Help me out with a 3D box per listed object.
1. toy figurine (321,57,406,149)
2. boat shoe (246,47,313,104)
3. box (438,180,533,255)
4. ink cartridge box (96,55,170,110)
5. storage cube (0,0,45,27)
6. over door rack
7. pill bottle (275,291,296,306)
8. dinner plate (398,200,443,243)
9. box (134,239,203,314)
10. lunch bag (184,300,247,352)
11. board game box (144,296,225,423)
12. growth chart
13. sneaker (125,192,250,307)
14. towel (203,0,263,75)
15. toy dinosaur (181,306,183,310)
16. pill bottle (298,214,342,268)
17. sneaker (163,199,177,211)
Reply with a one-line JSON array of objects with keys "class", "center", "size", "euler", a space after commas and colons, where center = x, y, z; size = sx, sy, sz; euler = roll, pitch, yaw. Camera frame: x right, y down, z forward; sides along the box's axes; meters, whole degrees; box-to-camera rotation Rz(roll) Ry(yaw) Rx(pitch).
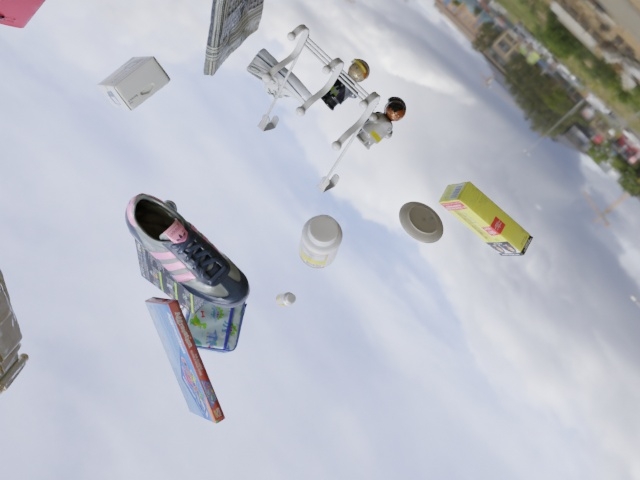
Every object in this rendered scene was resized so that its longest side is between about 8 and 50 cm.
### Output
[{"class": "toy figurine", "center": [0.110, -0.341, 1.671], "size": [0.213, 0.148, 0.209], "euler": [47, -170, -6]}, {"class": "boat shoe", "center": [-0.096, -0.368, 1.604], "size": [0.226, 0.076, 0.083], "euler": [49, -175, 39]}, {"class": "box", "center": [0.396, -0.049, 1.623], "size": [0.232, 0.058, 0.087], "euler": [38, 163, -22]}, {"class": "ink cartridge box", "center": [-0.560, -0.471, 2.031], "size": [0.212, 0.154, 0.093], "euler": [25, 154, 55]}, {"class": "storage cube", "center": [-0.752, -0.630, 1.575], "size": [0.184, 0.193, 0.214], "euler": [2, -99, -39]}, {"class": "over door rack", "center": [-0.026, -0.269, 1.491], "size": [0.108, 0.324, 0.239], "euler": [-35, -105, -34]}, {"class": "pill bottle", "center": [-0.107, 0.185, 2.141], "size": [0.043, 0.083, 0.043], "euler": [4, -99, -25]}, {"class": "dinner plate", "center": [0.285, -0.055, 1.904], "size": [0.141, 0.017, 0.141], "euler": [13, -126, -19]}, {"class": "box", "center": [-0.371, 0.080, 1.680], "size": [0.184, 0.190, 0.045], "euler": [32, -121, 12]}, {"class": "lunch bag", "center": [-0.315, 0.224, 2.036], "size": [0.176, 0.090, 0.218], "euler": [14, -105, -12]}, {"class": "board game box", "center": [-0.297, 0.257, 1.480], "size": [0.027, 0.145, 0.281], "euler": [-26, -77, -30]}, {"class": "growth chart", "center": [-0.488, 0.101, 1.004], "size": [0.172, 0.021, 0.237], "euler": [-165, 58, -84]}, {"class": "sneaker", "center": [-0.281, 0.022, 1.413], "size": [0.319, 0.112, 0.131], "euler": [36, 159, 3]}, {"class": "towel", "center": [-0.180, -0.585, 1.627], "size": [0.056, 0.312, 0.324], "euler": [22, -137, 4]}, {"class": "toy dinosaur", "center": [-0.407, 0.168, 1.968], "size": [0.047, 0.090, 0.082], "euler": [42, -125, 8]}, {"class": "pill bottle", "center": [0.000, 0.000, 1.960], "size": [0.117, 0.117, 0.215], "euler": [49, 164, 10]}, {"class": "sneaker", "center": [-0.412, -0.035, 1.857], "size": [0.059, 0.053, 0.144], "euler": [-56, -47, -66]}]
